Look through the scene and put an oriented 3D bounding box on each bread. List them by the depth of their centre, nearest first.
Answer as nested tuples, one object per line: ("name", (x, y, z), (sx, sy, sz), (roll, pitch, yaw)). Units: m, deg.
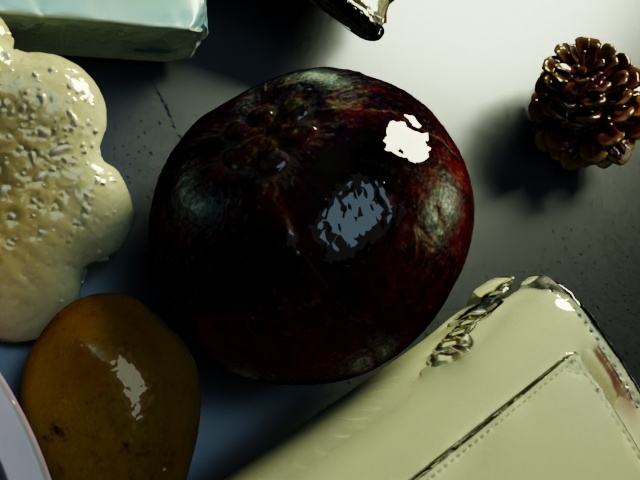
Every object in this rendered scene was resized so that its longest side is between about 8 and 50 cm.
("bread", (-0.233, -0.056, 0.756), (0.251, 0.039, 0.182), (35, 91, -16))

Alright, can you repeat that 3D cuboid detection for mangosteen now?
("mangosteen", (-0.006, 0.001, 0.793), (0.216, 0.216, 0.216), (6, 74, -20))

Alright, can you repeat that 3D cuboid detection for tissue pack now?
("tissue pack", (-0.174, -0.262, 0.850), (0.177, 0.089, 0.263), (1, 78, -20))

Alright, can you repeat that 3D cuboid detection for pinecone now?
("pinecone", (0.209, -0.112, 0.956), (0.109, 0.102, 0.102), (47, 58, -43))

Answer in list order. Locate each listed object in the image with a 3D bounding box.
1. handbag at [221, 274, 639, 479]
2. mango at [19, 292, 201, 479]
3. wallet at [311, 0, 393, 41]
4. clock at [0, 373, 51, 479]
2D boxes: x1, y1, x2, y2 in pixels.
("handbag", (0.057, 0.209, 0.769), (0.358, 0.160, 0.236), (-32, 98, -27))
("mango", (-0.130, 0.115, 0.758), (0.115, 0.089, 0.165), (-13, 84, 5))
("wallet", (0.025, -0.318, 0.932), (0.169, 0.044, 0.317), (34, 58, -25))
("clock", (-0.323, 0.166, 0.665), (0.339, 0.102, 0.338), (6, 73, -19))
